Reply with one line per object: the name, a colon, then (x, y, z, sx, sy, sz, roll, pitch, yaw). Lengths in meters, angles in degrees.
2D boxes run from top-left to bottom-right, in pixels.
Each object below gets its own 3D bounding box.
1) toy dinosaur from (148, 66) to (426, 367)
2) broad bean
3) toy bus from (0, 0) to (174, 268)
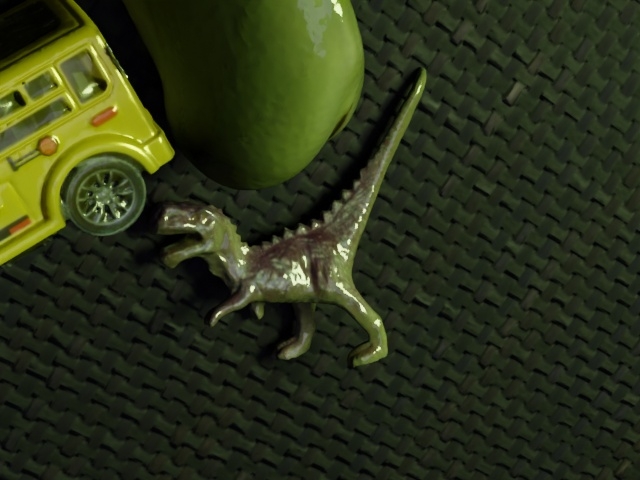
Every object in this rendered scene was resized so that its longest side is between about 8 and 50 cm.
toy dinosaur: (0.000, 0.002, 1.321, 0.251, 0.072, 0.199, -20, 111, -3)
broad bean: (-0.059, -0.154, 1.157, 0.121, 0.189, 0.263, -52, 135, -35)
toy bus: (-0.277, -0.032, 1.136, 0.330, 0.144, 0.152, -32, 123, -8)
